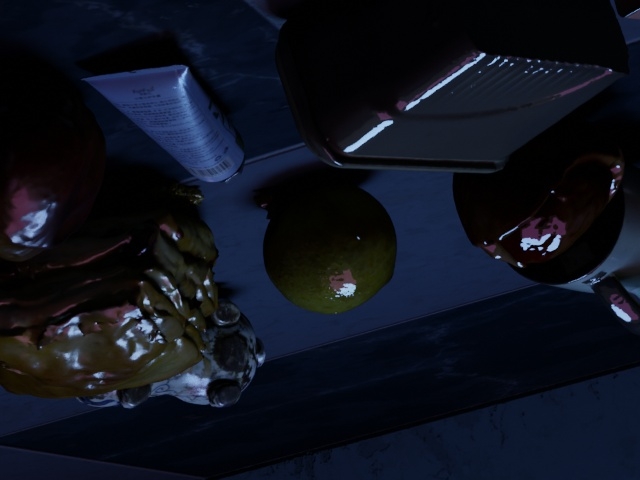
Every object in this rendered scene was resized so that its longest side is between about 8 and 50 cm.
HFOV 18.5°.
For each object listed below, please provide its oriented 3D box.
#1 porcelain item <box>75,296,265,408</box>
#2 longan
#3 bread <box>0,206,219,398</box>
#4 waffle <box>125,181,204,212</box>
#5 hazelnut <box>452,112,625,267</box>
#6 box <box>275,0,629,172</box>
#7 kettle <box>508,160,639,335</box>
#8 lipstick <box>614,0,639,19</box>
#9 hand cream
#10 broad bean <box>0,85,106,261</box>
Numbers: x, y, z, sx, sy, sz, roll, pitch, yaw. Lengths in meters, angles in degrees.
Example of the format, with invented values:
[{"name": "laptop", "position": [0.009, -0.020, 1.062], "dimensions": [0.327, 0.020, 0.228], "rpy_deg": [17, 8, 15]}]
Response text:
[{"name": "porcelain item", "position": [-0.220, 0.147, 2.481], "dimensions": [0.288, 0.138, 0.186], "rpy_deg": [-3, 179, -37]}, {"name": "longan", "position": [0.000, 0.000, 2.127], "dimensions": [0.155, 0.176, 0.145], "rpy_deg": [-50, -171, 33]}, {"name": "bread", "position": [-0.238, 0.074, 2.051], "dimensions": [0.277, 0.167, 0.324], "rpy_deg": [-14, 174, 5]}, {"name": "waffle", "position": [-0.163, -0.043, 2.031], "dimensions": [0.078, 0.016, 0.085], "rpy_deg": [-15, 165, 8]}, {"name": "hazelnut", "position": [0.230, -0.056, 2.039], "dimensions": [0.201, 0.161, 0.170], "rpy_deg": [5, 157, -35]}, {"name": "box", "position": [0.114, -0.153, 1.643], "dimensions": [0.178, 0.138, 0.274], "rpy_deg": [-32, 160, 38]}, {"name": "kettle", "position": [0.326, 0.006, 2.239], "dimensions": [0.161, 0.221, 0.236], "rpy_deg": [-32, 159, 23]}, {"name": "lipstick", "position": [0.319, -0.216, 1.723], "dimensions": [0.145, 0.045, 0.045], "rpy_deg": [-1, 163, -40]}, {"name": "hand cream", "position": [-0.122, -0.108, 1.745], "dimensions": [0.091, 0.058, 0.271], "rpy_deg": [-4, 165, 14]}, {"name": "broad bean", "position": [-0.252, -0.060, 1.666], "dimensions": [0.122, 0.156, 0.228], "rpy_deg": [24, 179, 1]}]
